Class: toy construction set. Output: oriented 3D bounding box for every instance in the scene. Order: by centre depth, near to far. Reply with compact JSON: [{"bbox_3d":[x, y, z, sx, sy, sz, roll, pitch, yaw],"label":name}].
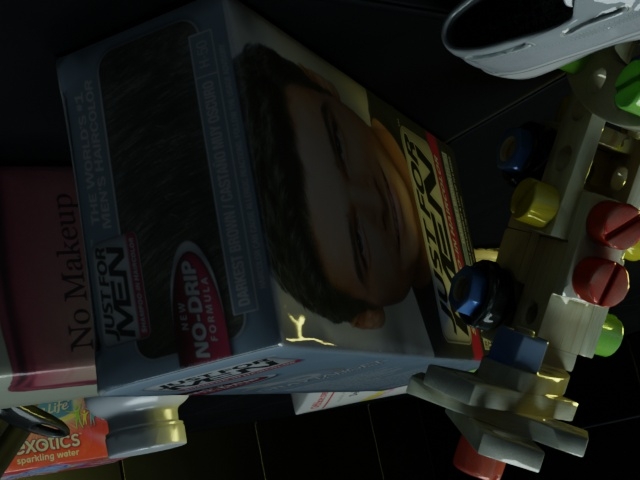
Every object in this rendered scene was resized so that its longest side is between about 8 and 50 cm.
[{"bbox_3d":[0.171,-0.004,0.598,0.151,0.327,0.215,33,176,-20],"label":"toy construction set"}]

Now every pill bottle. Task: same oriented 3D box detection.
[{"bbox_3d":[-0.180,0.110,0.943,0.103,0.184,0.103,-11,167,-3],"label":"pill bottle"}]

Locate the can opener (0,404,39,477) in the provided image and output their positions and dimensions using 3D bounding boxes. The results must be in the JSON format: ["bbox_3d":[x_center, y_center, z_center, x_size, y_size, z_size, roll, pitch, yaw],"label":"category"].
[{"bbox_3d":[-0.382,0.204,1.122,0.095,0.076,0.283,-4,-157,10],"label":"can opener"}]

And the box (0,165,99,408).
[{"bbox_3d":[-0.180,0.034,0.711,0.232,0.148,0.127,-3,163,-34],"label":"box"}]

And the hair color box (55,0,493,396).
[{"bbox_3d":[0.000,0.000,0.650,0.114,0.185,0.374,-17,166,23],"label":"hair color box"}]

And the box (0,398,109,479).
[{"bbox_3d":[-0.421,0.260,1.420,0.300,0.154,0.142,-1,162,-33],"label":"box"}]

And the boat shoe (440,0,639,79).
[{"bbox_3d":[0.140,-0.136,0.504,0.063,0.066,0.184,-1,172,-42],"label":"boat shoe"}]

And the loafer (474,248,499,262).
[{"bbox_3d":[0.131,0.073,1.255,0.268,0.092,0.102,-8,166,-18],"label":"loafer"}]

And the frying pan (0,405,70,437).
[{"bbox_3d":[-0.351,0.110,0.933,0.326,0.053,0.197,14,135,-37],"label":"frying pan"}]

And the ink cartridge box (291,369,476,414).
[{"bbox_3d":[0.063,0.162,1.455,0.353,0.119,0.207,-9,157,-13],"label":"ink cartridge box"}]
